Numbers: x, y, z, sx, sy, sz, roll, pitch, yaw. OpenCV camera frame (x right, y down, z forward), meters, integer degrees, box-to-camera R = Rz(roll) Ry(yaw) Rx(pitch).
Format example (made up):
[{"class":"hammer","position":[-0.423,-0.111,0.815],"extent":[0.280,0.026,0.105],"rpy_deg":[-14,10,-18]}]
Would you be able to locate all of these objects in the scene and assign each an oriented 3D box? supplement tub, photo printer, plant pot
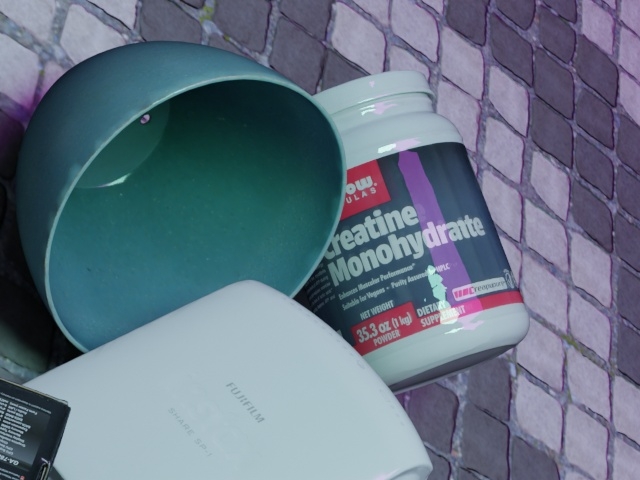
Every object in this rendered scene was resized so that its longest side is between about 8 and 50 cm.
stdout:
[{"class":"supplement tub","position":[0.067,-0.003,1.712],"extent":[0.191,0.191,0.272],"rpy_deg":[-8,74,-50]},{"class":"photo printer","position":[-0.079,0.171,1.483],"extent":[0.307,0.107,0.256],"rpy_deg":[-25,58,-32]},{"class":"plant pot","position":[-0.151,-0.059,1.595],"extent":[0.290,0.290,0.195],"rpy_deg":[12,24,-44]}]

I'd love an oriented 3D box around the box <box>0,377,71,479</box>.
[{"class":"box","position":[-0.355,0.193,1.260],"extent":[0.295,0.073,0.293],"rpy_deg":[21,51,-7]}]

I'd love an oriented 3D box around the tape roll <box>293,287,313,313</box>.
[{"class":"tape roll","position":[0.000,0.000,1.848],"extent":[0.219,0.072,0.219],"rpy_deg":[27,49,-36]}]
